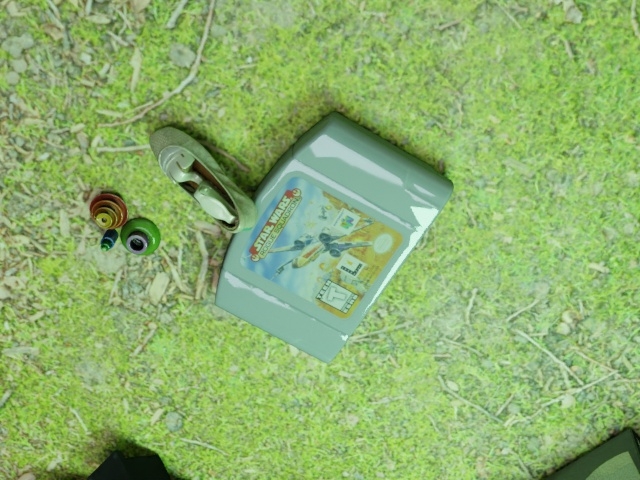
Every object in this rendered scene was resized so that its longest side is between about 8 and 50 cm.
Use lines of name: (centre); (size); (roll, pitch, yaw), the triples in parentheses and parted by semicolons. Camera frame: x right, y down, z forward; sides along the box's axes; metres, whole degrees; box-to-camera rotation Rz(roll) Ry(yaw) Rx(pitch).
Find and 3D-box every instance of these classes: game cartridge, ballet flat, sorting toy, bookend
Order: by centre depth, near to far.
ballet flat: (-0.142, -0.072, 1.224); (0.168, 0.052, 0.057); (40, 117, 7)
game cartridge: (0.000, 0.000, 1.282); (0.198, 0.062, 0.297); (26, 116, -14)
sorting toy: (-0.248, -0.010, 1.299); (0.061, 0.042, 0.102); (-39, 109, 21)
bookend: (-0.220, 0.372, 1.468); (0.072, 0.156, 0.157); (-45, 62, 23)

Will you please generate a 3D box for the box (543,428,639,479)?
box: (0.363, 0.399, 1.399); (0.247, 0.163, 0.142); (-38, 110, 20)
